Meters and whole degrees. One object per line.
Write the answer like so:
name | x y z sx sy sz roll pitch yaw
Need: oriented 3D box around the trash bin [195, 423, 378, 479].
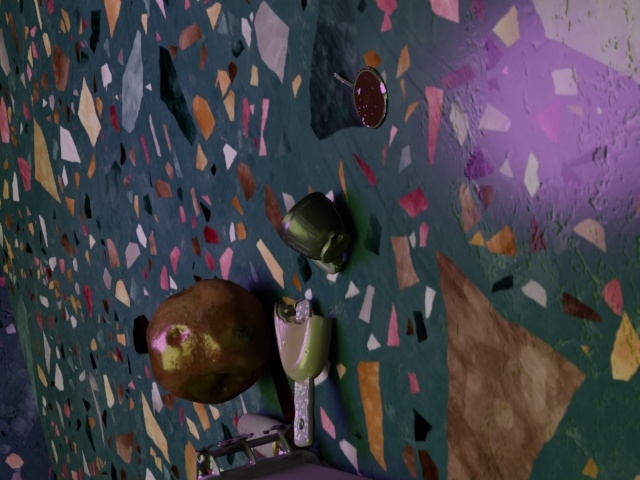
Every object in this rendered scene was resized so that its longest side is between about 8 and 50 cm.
trash bin | -0.017 0.436 1.723 0.367 0.255 0.296 -11 87 55

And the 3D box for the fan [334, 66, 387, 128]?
fan | 0.054 -0.205 1.608 0.133 0.005 0.085 42 135 47

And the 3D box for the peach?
peach | -0.183 0.167 1.958 0.235 0.214 0.214 -30 73 53

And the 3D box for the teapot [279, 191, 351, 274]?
teapot | 0.005 -0.007 1.707 0.092 0.124 0.091 -48 65 6

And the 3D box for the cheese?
cheese | -0.027 0.201 1.802 0.127 0.049 0.235 -19 65 52

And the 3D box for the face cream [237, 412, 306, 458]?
face cream | -0.087 0.338 1.996 0.182 0.051 0.072 10 106 61
